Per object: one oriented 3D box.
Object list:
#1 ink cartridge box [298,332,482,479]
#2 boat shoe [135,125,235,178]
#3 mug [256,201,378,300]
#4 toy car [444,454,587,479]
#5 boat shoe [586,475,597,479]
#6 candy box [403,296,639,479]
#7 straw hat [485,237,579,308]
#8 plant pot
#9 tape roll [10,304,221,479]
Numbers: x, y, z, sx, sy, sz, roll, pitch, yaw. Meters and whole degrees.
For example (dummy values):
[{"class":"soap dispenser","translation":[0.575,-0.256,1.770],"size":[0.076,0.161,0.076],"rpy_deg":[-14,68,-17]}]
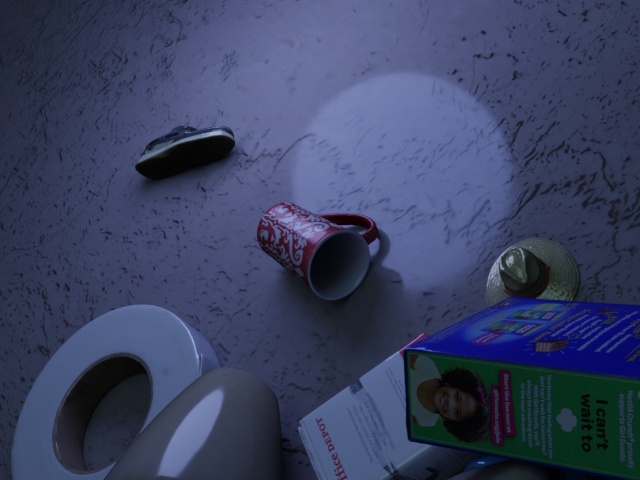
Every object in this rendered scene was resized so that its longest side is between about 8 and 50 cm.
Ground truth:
[{"class":"ink cartridge box","translation":[0.097,0.253,1.375],"size":[0.218,0.092,0.158],"rpy_deg":[-35,45,9]},{"class":"boat shoe","translation":[-0.253,-0.180,1.956],"size":[0.223,0.080,0.073],"rpy_deg":[-17,56,32]},{"class":"mug","translation":[-0.003,0.009,1.638],"size":[0.169,0.150,0.113],"rpy_deg":[30,117,49]},{"class":"toy car","translation":[0.210,0.373,1.166],"size":[0.210,0.219,0.238],"rpy_deg":[-36,79,50]},{"class":"boat shoe","translation":[0.315,0.334,1.191],"size":[0.043,0.049,0.137],"rpy_deg":[112,151,-43]},{"class":"candy box","translation":[0.296,0.154,1.173],"size":[0.317,0.268,0.122],"rpy_deg":[1,101,38]},{"class":"straw hat","translation":[0.271,0.044,1.416],"size":[0.144,0.061,0.144],"rpy_deg":[-19,50,24]},{"class":"plant pot","translation":[-0.154,0.315,1.434],"size":[0.256,0.256,0.274],"rpy_deg":[-16,31,28]},{"class":"tape roll","translation":[-0.328,0.286,1.685],"size":[0.392,0.072,0.392],"rpy_deg":[-19,50,24]}]
